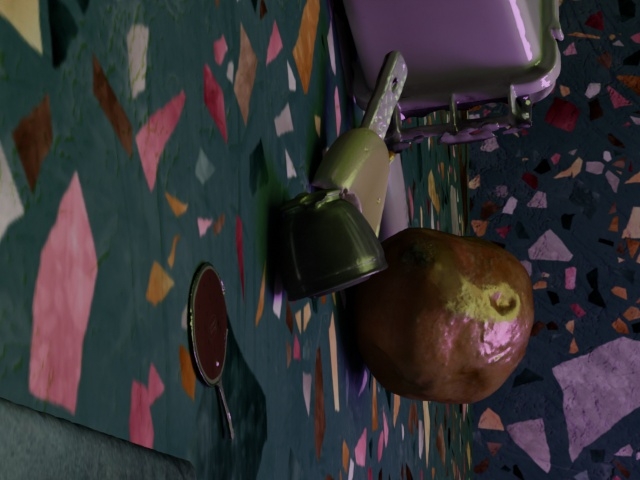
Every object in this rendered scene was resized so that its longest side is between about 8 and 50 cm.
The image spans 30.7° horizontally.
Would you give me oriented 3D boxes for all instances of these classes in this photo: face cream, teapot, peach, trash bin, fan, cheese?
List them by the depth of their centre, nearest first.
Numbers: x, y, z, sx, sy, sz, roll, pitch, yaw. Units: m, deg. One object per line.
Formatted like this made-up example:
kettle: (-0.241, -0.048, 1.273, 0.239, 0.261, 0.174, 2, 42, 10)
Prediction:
fan: (-0.072, 0.080, 0.804, 0.085, 0.005, 0.133, -66, 150, -66)
teapot: (-0.006, 0.002, 1.007, 0.092, 0.124, 0.091, -18, 90, -36)
cheese: (0.048, -0.091, 1.210, 0.127, 0.049, 0.235, 55, 50, -53)
trash bin: (0.123, -0.315, 1.289, 0.368, 0.255, 0.296, 63, 29, -50)
peach: (0.136, 0.077, 1.328, 0.235, 0.214, 0.214, 52, 37, -59)
face cream: (0.079, -0.068, 1.452, 0.072, 0.051, 0.182, -79, 163, -44)

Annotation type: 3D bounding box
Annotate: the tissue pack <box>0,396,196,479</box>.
tissue pack: (-0.115, 0.154, 0.397, 0.257, 0.081, 0.185, 56, 33, -71)
